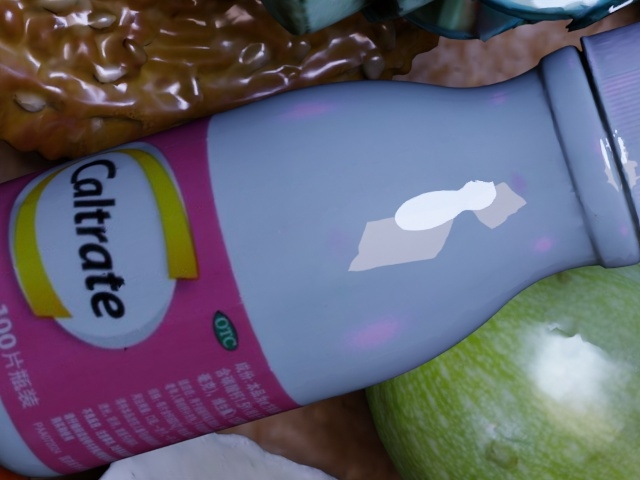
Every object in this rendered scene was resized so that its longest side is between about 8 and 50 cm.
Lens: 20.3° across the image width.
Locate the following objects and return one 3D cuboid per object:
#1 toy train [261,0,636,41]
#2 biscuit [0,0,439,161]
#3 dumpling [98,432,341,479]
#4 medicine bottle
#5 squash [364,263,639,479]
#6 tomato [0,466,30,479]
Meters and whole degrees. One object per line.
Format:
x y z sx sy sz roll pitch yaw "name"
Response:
0.092 -0.179 0.491 0.298 0.120 0.194 -28 98 -8 "toy train"
-0.036 -0.165 0.521 0.305 0.038 0.305 -11 113 -26 "biscuit"
0.003 0.201 0.582 0.227 0.175 0.243 -12 122 -51 "dumpling"
0.000 0.000 0.521 0.217 0.090 0.090 -18 108 9 "medicine bottle"
0.162 0.112 0.646 0.370 0.118 0.118 35 86 -27 "squash"
-0.184 0.095 0.513 0.225 0.085 0.225 -3 98 -21 "tomato"
